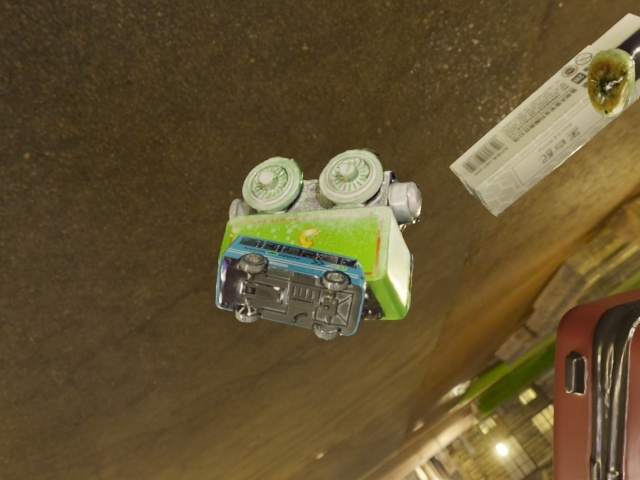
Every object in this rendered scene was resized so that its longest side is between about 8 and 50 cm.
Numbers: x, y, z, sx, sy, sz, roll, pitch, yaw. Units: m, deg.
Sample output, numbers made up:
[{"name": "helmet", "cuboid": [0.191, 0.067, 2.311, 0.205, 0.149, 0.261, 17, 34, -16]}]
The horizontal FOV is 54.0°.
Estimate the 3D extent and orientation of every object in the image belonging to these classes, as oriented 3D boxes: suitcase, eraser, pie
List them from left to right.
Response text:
[{"name": "eraser", "cuboid": [0.421, -0.218, 1.104, 0.404, 0.098, 0.096, -40, 129, 6]}, {"name": "pie", "cuboid": [0.340, -0.185, 0.739, 0.021, 0.084, 0.084, -8, 153, -9]}, {"name": "suitcase", "cuboid": [0.342, 0.193, 0.595, 0.236, 0.297, 0.161, -9, -170, -33]}]

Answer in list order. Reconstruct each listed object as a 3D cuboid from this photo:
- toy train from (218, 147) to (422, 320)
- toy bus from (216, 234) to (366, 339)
[{"name": "toy train", "cuboid": [0.000, 0.000, 0.974, 0.307, 0.249, 0.173, -3, 149, 20]}, {"name": "toy bus", "cuboid": [-0.016, 0.025, 0.365, 0.046, 0.083, 0.038, -70, 171, -65]}]
